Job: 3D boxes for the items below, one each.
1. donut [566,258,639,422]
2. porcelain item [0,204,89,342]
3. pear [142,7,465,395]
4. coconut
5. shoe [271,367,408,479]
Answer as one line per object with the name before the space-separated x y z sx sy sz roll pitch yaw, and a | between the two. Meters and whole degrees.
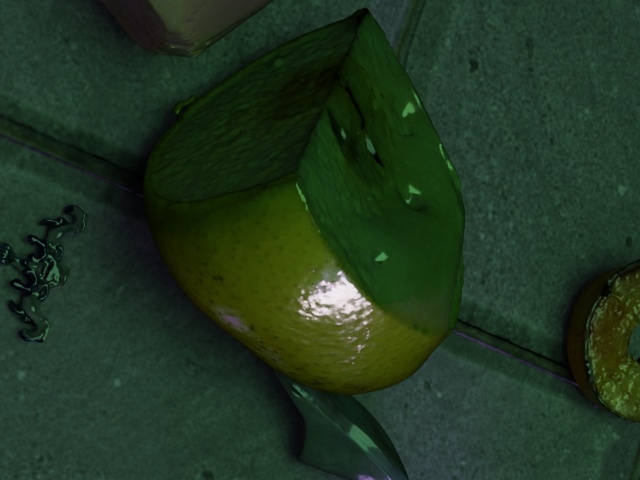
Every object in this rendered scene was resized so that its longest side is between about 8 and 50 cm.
donut | 0.331 0.108 2.043 0.146 0.078 0.181 -8 99 -27
porcelain item | -0.271 0.022 1.748 0.075 0.021 0.136 22 78 -22
pear | 0.000 0.000 1.770 0.318 0.238 0.342 58 29 -23
coconut | -0.109 -0.312 1.729 0.245 0.233 0.233 -41 107 -15
shoe | 0.006 0.190 1.875 0.078 0.079 0.195 -37 114 8
